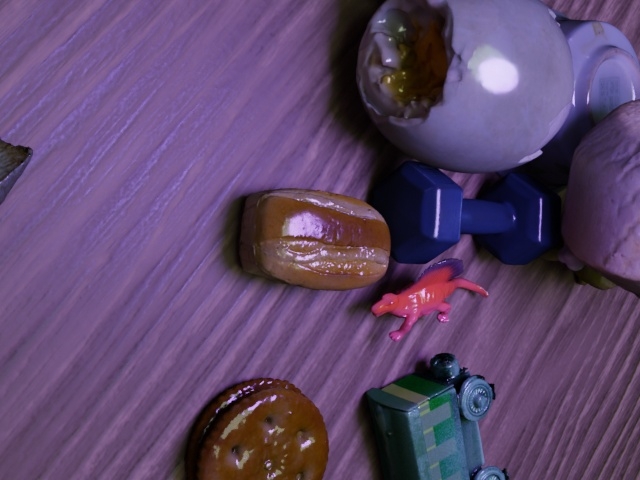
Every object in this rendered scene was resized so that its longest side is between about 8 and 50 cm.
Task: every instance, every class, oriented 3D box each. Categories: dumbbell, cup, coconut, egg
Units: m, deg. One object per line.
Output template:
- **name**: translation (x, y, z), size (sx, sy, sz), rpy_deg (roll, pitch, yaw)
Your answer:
- **dumbbell**: translation (0.238, -0.038, 1.294), size (0.325, 0.160, 0.144), rpy_deg (1, 64, -38)
- **cup**: translation (0.452, -0.244, 1.423), size (0.347, 0.163, 0.346), rpy_deg (-5, 99, -36)
- **coconut**: translation (0.526, -0.046, 1.253), size (0.329, 0.329, 0.328), rpy_deg (-4, 97, -37)
- **egg**: translation (0.229, -0.237, 1.184), size (0.336, 0.278, 0.278), rpy_deg (3, 93, -38)

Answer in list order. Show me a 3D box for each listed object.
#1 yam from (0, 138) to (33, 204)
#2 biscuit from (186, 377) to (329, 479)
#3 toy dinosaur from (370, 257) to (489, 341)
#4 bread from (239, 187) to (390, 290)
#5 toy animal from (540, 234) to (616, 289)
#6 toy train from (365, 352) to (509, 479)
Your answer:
- **yam**: translation (-0.408, -0.011, 0.836), size (0.106, 0.106, 0.259), rpy_deg (37, 74, -34)
- **biscuit**: translation (-0.085, 0.305, 1.137), size (0.221, 0.066, 0.220), rpy_deg (-7, 102, -35)
- **toy dinosaur**: translation (0.194, 0.066, 1.277), size (0.286, 0.070, 0.138), rpy_deg (-13, 139, -37)
- **bread**: translation (0.000, 0.000, 1.144), size (0.236, 0.106, 0.139), rpy_deg (6, 89, -38)
- **toy animal**: translation (0.535, 0.022, 1.510), size (0.363, 0.181, 0.180), rpy_deg (-26, 101, -33)
- **toy train**: translation (0.192, 0.342, 1.317), size (0.202, 0.120, 0.300), rpy_deg (-21, 107, -30)
